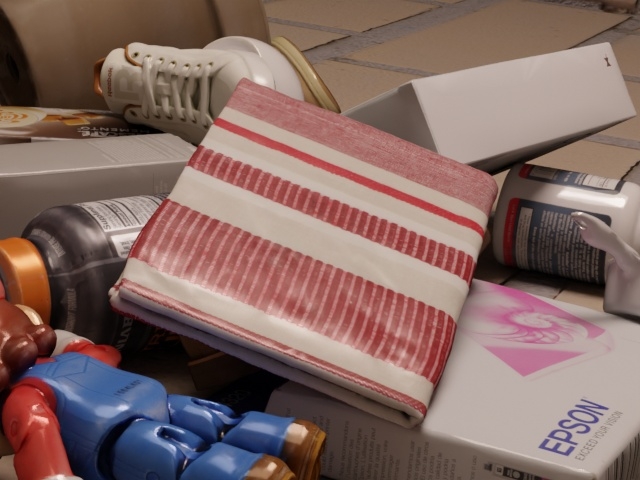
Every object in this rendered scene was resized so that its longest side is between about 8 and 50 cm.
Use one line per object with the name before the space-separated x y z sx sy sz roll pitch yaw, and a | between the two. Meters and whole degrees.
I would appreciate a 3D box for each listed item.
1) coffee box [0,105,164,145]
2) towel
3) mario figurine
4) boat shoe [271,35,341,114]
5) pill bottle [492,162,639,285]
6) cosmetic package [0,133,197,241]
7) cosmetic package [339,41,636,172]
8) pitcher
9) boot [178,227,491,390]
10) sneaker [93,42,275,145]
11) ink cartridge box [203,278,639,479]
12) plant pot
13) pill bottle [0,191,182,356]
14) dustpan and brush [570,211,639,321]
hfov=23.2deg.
coffee box | -0.290 -0.079 1.622 0.246 0.098 0.141 2 18 -10
towel | 0.000 0.000 1.176 0.237 0.037 0.329 21 34 3
mario figurine | -0.166 0.136 1.014 0.320 0.170 0.198 21 -15 14
boat shoe | -0.083 -0.206 2.101 0.110 0.122 0.341 -39 28 -10
pill bottle | 0.272 -0.011 1.558 0.180 0.108 0.108 12 19 20
cosmetic package | -0.220 -0.022 1.423 0.238 0.127 0.107 -3 20 -31
cosmetic package | 0.108 -0.096 1.590 0.284 0.097 0.377 -25 -5 40
pitcher | -0.097 -0.137 1.755 0.177 0.125 0.207 -5 -27 15
boot | 0.012 0.013 1.257 0.305 0.115 0.112 -22 0 -34
sneaker | -0.146 -0.141 1.547 0.123 0.106 0.290 0 8 -29
ink cartridge box | 0.103 0.107 1.205 0.330 0.071 0.324 14 20 23
plant pot | -0.257 -0.251 1.917 0.280 0.323 0.323 -23 29 -25
pill bottle | -0.158 0.029 1.267 0.245 0.130 0.130 -9 22 -38
dustpan and brush | 0.273 0.037 1.302 0.211 0.060 0.147 24 -10 -36
